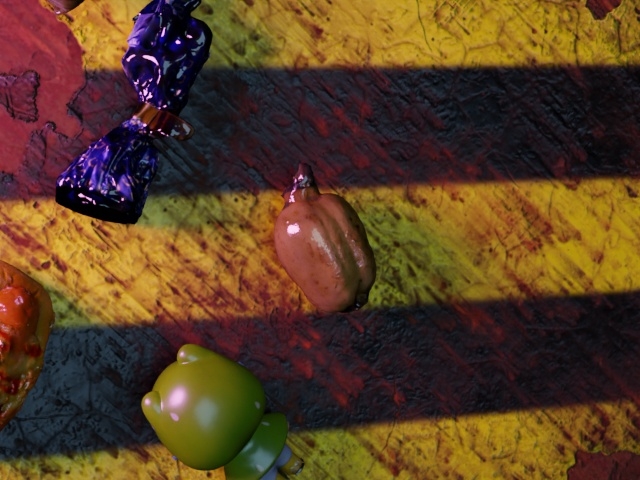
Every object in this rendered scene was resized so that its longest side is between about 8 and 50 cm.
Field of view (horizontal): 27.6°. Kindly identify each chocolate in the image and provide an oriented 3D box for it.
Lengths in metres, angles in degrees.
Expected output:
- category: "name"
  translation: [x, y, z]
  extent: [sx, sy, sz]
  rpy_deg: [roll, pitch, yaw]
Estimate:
- category: "chocolate"
  translation: [-0.229, -0.181, 1.756]
  extent: [0.148, 0.126, 0.343]
  rpy_deg: [20, 79, 19]

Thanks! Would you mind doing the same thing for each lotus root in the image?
- category: "lotus root"
  translation: [0.000, 0.000, 1.831]
  extent: [0.125, 0.118, 0.221]
  rpy_deg: [-37, 103, -45]

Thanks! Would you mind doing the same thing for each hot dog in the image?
- category: "hot dog"
  translation: [-0.444, 0.156, 1.681]
  extent: [0.150, 0.153, 0.256]
  rpy_deg: [29, 85, -18]

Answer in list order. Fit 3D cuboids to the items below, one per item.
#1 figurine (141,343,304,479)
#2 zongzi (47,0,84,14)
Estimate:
- category: "figurine"
  translation: [-0.129, 0.257, 1.803]
  extent: [0.263, 0.143, 0.162]
  rpy_deg: [45, 77, -27]
- category: "zongzi"
  translation: [-0.367, -0.469, 1.693]
  extent: [0.286, 0.138, 0.300]
  rpy_deg: [27, 63, -3]
